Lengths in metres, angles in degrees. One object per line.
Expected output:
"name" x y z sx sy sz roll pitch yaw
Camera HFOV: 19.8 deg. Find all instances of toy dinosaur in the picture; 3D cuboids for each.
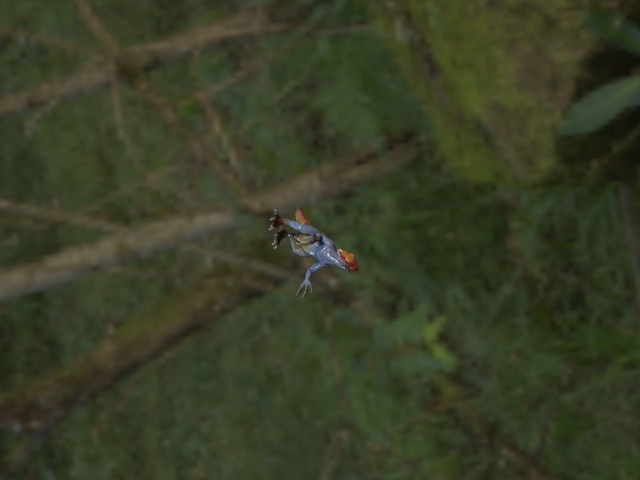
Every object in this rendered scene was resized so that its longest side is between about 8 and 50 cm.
"toy dinosaur" 0.000 0.000 1.432 0.082 0.090 0.047 18 134 19
